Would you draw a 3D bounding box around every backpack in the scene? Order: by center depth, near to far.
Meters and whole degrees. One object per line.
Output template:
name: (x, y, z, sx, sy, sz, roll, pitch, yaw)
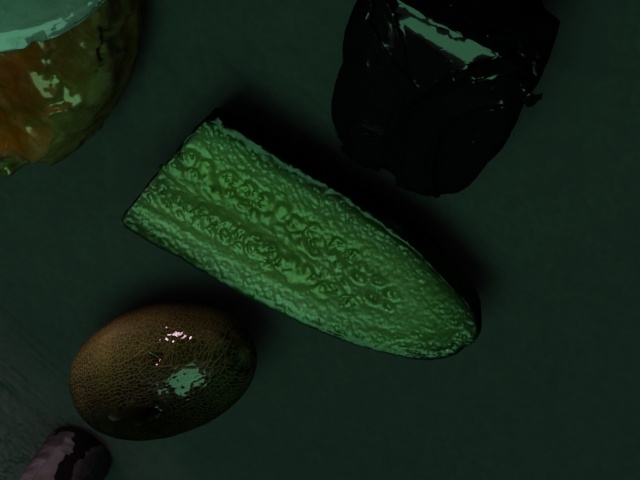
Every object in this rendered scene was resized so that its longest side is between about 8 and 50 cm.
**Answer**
backpack: (0.068, -0.101, 1.056, 0.120, 0.106, 0.165, 32, 153, 1)

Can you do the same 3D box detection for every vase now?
vase: (-0.233, 0.235, 1.379, 0.060, 0.211, 0.060, 12, 130, 15)

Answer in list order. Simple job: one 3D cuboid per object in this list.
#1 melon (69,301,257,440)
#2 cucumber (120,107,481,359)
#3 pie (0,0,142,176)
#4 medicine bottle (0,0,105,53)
melon: (-0.115, 0.095, 1.295, 0.162, 0.099, 0.099, -20, 116, 36)
cucumber: (0.000, 0.000, 1.190, 0.244, 0.063, 0.115, 33, 124, -2)
pie: (-0.269, -0.180, 1.156, 0.339, 0.083, 0.339, 11, 128, 14)
medicine bottle: (-0.166, -0.257, 0.871, 0.245, 0.290, 0.245, 1, 135, 1)
